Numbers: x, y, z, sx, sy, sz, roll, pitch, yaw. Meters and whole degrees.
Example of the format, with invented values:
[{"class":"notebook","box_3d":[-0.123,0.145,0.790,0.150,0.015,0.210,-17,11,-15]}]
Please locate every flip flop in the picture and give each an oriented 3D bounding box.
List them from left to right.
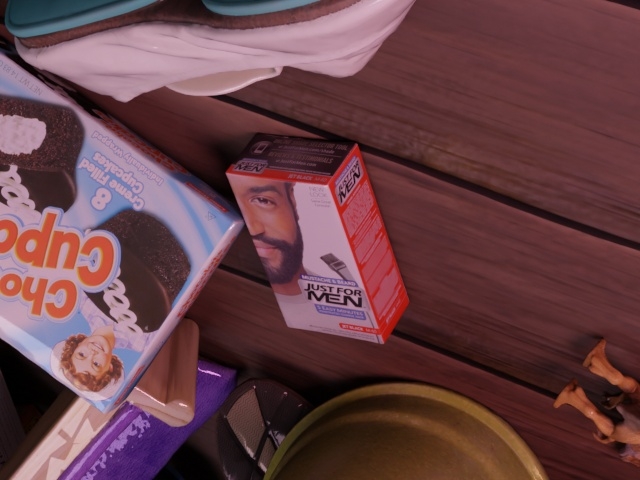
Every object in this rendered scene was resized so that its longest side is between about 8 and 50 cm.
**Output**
[{"class":"flip flop","box_3d":[0.014,0.229,1.324,0.277,0.112,0.080,38,-172,-16]}]

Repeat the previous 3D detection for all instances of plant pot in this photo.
[{"class":"plant pot","box_3d":[0.030,0.265,1.114,0.276,0.254,0.276,2,95,21]}]

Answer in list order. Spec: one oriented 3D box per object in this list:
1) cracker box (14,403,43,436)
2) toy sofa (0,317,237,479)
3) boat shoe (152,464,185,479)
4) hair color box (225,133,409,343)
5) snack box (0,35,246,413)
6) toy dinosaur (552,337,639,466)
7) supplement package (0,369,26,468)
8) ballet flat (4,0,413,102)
[{"class":"cracker box","box_3d":[-0.373,0.272,1.671,0.232,0.067,0.155,-11,124,42]},{"class":"toy sofa","box_3d":[-0.237,0.226,1.300,0.177,0.150,0.362,35,109,-16]},{"class":"boat shoe","box_3d":[-0.173,0.357,1.495,0.109,0.089,0.258,22,123,42]},{"class":"hair color box","box_3d":[0.000,0.000,1.101,0.093,0.053,0.167,8,135,31]},{"class":"snack box","box_3d":[-0.239,-0.034,1.124,0.322,0.060,0.187,35,101,4]},{"class":"toy dinosaur","box_3d":[0.233,0.129,1.045,0.112,0.064,0.211,37,179,13]},{"class":"supplement package","box_3d":[-0.461,0.194,1.532,0.262,0.145,0.204,-11,102,42]},{"class":"ballet flat","box_3d":[-0.041,-0.155,0.916,0.400,0.139,0.139,-3,131,44]}]
